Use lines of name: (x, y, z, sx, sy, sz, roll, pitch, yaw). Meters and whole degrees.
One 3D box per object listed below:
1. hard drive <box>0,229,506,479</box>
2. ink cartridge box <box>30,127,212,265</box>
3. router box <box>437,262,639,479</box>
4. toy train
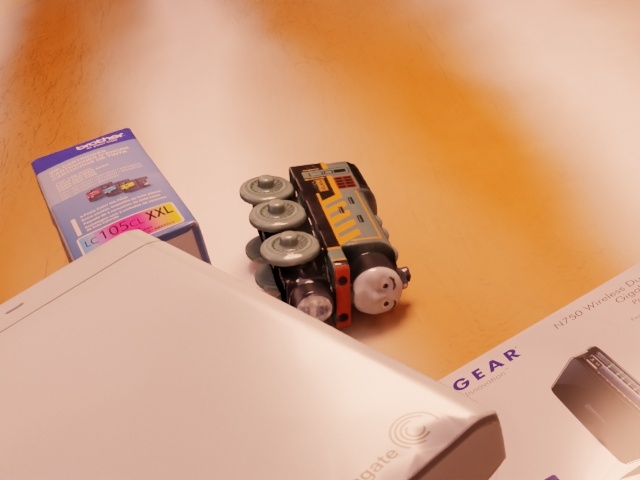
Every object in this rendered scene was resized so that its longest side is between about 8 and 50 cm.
hard drive: (-0.102, 0.110, 0.643, 0.233, 0.047, 0.353, -34, 37, -29)
ink cartridge box: (-0.242, 0.033, 1.381, 0.151, 0.270, 0.395, -22, 32, -15)
router box: (0.262, 0.167, 0.921, 0.335, 0.082, 0.301, -30, 28, -6)
toy train: (0.000, 0.000, 1.471, 0.190, 0.142, 0.334, -9, 30, -9)
